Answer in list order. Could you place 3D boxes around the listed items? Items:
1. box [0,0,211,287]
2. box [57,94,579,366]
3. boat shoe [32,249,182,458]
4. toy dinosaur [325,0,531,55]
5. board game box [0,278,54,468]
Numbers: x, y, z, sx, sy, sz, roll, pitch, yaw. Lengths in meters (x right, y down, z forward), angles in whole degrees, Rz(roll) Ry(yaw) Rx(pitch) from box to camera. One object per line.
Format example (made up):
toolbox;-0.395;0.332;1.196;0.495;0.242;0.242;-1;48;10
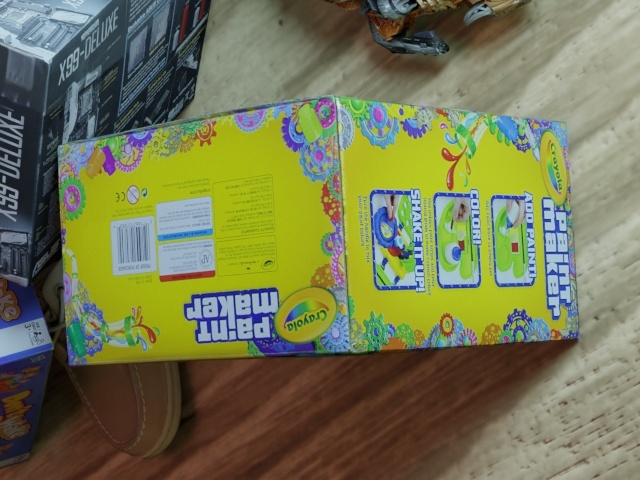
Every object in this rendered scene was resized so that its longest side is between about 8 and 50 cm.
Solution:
box;-0.189;-0.145;1.368;0.076;0.307;0.242;24;135;10
box;0.000;0.000;1.259;0.290;0.279;0.177;-6;86;42
boat shoe;-0.244;0.063;1.588;0.121;0.110;0.341;-44;62;32
toy dinosaur;0.032;-0.261;1.327;0.322;0.164;0.218;5;111;21
board game box;-0.342;0.070;1.586;0.347;0.078;0.233;119;132;-63
